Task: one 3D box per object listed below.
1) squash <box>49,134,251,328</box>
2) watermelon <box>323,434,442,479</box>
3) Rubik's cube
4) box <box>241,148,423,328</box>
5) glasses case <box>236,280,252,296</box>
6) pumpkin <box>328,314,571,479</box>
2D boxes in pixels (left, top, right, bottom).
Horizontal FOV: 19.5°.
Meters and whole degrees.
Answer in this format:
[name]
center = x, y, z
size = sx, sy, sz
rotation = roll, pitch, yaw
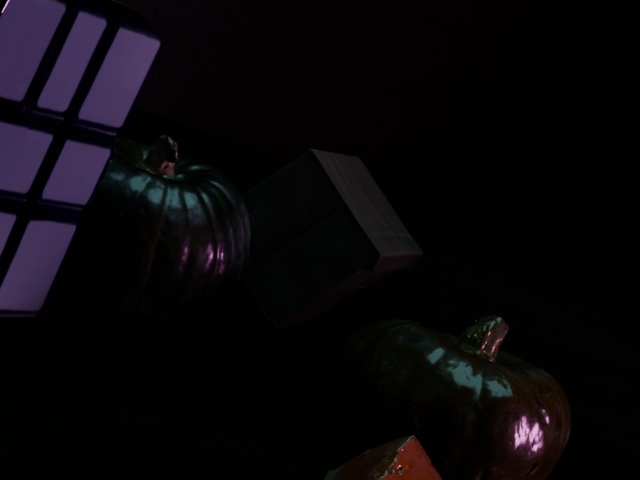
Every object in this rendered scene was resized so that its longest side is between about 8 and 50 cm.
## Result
[squash]
center = -0.166, -0.007, 1.680
size = 0.218, 0.172, 0.218
rotation = 9, -6, 1
[watermelon]
center = 0.044, 0.180, 1.334
size = 0.125, 0.094, 0.135
rotation = 10, 10, -37
[Rubik's cube]
center = -0.340, -0.120, 1.483
size = 0.288, 0.283, 0.293
rotation = 26, 8, 18
[box]
center = 0.000, 0.000, 2.133
size = 0.155, 0.149, 0.231
rotation = 57, 13, 7
[glasses case]
center = -0.157, 0.011, 2.149
size = 0.184, 0.039, 0.078
rotation = 21, 8, -29
[pumpkin]
center = 0.125, 0.141, 1.651
size = 0.219, 0.162, 0.219
rotation = 24, 2, -1
